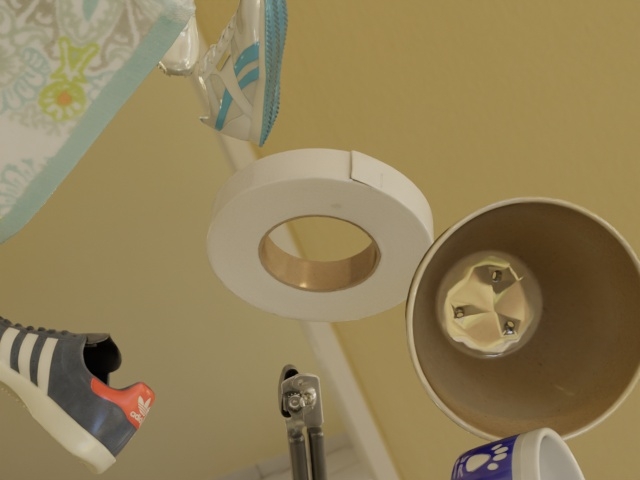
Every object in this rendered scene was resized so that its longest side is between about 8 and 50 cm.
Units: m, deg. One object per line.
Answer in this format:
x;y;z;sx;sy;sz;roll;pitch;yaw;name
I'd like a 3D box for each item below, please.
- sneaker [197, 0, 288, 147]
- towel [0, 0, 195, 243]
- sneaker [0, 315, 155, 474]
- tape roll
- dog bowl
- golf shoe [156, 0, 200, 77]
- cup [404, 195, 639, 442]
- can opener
-0.093;-0.214;1.210;0.092;0.228;0.087;16;39;7;sneaker
-0.329;-0.181;0.917;0.374;0.321;0.090;-46;37;22;towel
-0.364;0.161;1.412;0.148;0.350;0.131;-47;-25;-17;sneaker
0.000;0.000;1.775;0.392;0.392;0.072;-21;43;26;tape roll
0.244;0.351;1.165;0.104;0.264;0.265;-20;7;21;dog bowl
-0.190;-0.297;1.334;0.069;0.176;0.086;-4;-21;-11;golf shoe
0.266;0.102;1.470;0.331;0.331;0.237;-24;5;-3;cup
-0.034;0.376;2.017;0.076;0.283;0.095;-10;20;-14;can opener
